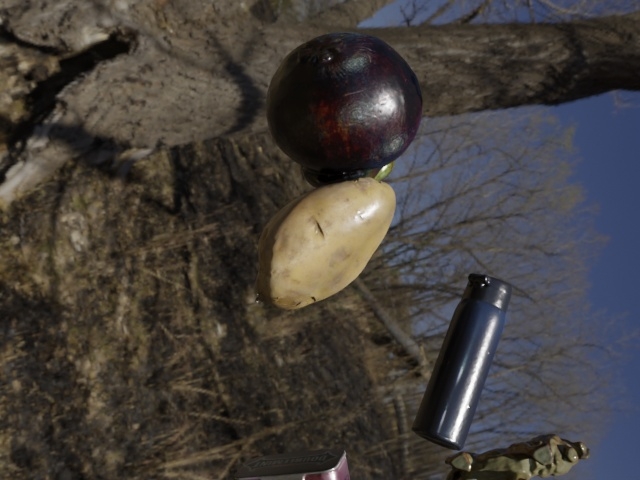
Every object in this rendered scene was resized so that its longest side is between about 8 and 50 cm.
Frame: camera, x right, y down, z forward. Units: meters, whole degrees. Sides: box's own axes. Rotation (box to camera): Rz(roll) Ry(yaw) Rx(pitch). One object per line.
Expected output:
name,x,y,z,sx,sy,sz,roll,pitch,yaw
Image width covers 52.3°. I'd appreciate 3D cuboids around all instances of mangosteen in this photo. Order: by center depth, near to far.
mangosteen,0.049,-0.252,1.291,0.330,0.330,0.329,166,-90,-90

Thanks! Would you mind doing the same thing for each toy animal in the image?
toy animal,0.337,0.420,1.206,0.157,0.313,0.097,19,56,-67

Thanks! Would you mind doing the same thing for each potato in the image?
potato,-0.003,-0.002,0.929,0.161,0.234,0.128,18,25,-44

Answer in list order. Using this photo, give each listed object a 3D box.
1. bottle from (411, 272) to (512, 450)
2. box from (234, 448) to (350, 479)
bottle,0.202,0.163,0.903,0.082,0.072,0.244,36,69,-36
box,-0.012,0.341,0.684,0.069,0.120,0.224,-7,85,-75
